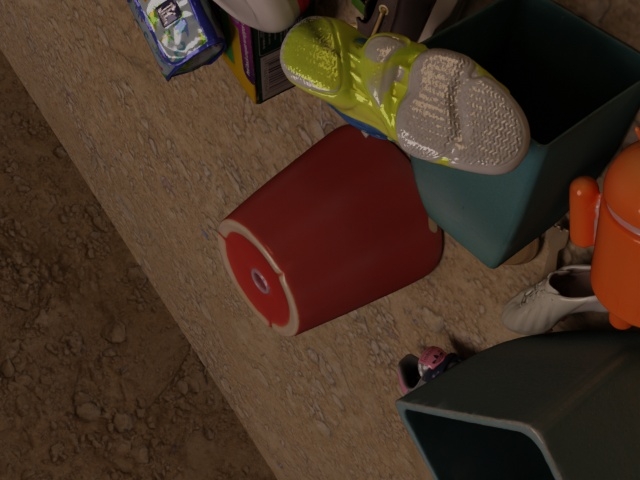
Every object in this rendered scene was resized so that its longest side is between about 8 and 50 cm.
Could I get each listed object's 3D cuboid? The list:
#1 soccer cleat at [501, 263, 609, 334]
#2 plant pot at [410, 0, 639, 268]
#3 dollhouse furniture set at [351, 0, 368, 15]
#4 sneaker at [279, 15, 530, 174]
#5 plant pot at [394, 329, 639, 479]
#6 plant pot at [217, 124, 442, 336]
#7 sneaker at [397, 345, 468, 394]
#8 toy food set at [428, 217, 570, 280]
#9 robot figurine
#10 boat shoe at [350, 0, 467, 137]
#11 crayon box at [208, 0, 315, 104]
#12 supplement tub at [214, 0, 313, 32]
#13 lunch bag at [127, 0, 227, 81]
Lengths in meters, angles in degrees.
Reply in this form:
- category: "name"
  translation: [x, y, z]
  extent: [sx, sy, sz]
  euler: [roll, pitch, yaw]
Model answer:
- category: "soccer cleat"
  translation: [0.274, 0.063, 0.899]
  extent: [0.076, 0.068, 0.196]
  euler: [25, 153, -25]
- category: "plant pot"
  translation: [0.195, -0.095, 0.800]
  extent: [0.165, 0.166, 0.234]
  euler: [44, 154, 28]
- category: "dollhouse furniture set"
  translation: [0.080, -0.321, 0.866]
  extent: [0.076, 0.058, 0.151]
  euler: [50, 153, 16]
- category: "sneaker"
  translation: [0.082, -0.124, 0.695]
  extent: [0.240, 0.091, 0.126]
  euler: [34, -175, 21]
- category: "plant pot"
  translation: [0.288, 0.225, 0.872]
  extent: [0.248, 0.252, 0.247]
  euler: [62, 155, -8]
- category: "plant pot"
  translation: [0.000, 0.000, 1.150]
  extent: [0.275, 0.243, 0.275]
  euler: [42, 150, 30]
- category: "sneaker"
  translation: [0.208, 0.218, 1.171]
  extent: [0.131, 0.112, 0.319]
  euler: [55, 153, 1]
- category: "toy food set"
  translation: [0.223, -0.024, 0.974]
  extent: [0.192, 0.038, 0.132]
  euler: [29, 148, 28]
- category: "robot figurine"
  translation: [0.320, -0.005, 0.712]
  extent: [0.158, 0.128, 0.219]
  euler: [-118, 14, -48]
- category: "boat shoe"
  translation: [0.092, -0.240, 0.853]
  extent: [0.097, 0.116, 0.324]
  euler: [39, 147, 6]
- category: "crayon box"
  translation: [-0.127, -0.402, 0.995]
  extent: [0.313, 0.106, 0.363]
  euler: [57, 166, 17]
- category: "supplement tub"
  translation: [-0.018, -0.340, 0.684]
  extent: [0.191, 0.272, 0.191]
  euler: [42, 178, 2]
- category: "lunch bag"
  translation: [-0.183, -0.292, 1.011]
  extent: [0.129, 0.096, 0.151]
  euler: [64, 156, -8]
